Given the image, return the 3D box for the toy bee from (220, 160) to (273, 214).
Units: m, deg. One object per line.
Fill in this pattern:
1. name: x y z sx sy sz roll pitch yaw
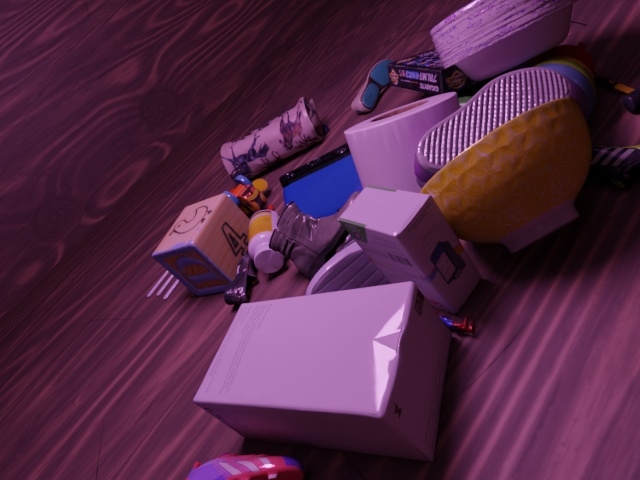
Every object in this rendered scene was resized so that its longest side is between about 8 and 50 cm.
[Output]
1. toy bee: -0.238 -0.120 1.454 0.195 0.162 0.298 -50 7 -1

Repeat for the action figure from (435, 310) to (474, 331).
1. action figure: 0.195 0.132 0.755 0.115 0.038 0.030 -4 68 42

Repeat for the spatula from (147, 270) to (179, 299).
1. spatula: -0.482 0.095 1.531 0.168 0.019 0.242 0 48 45

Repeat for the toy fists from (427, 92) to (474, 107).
1. toy fists: 0.322 -0.309 1.125 0.142 0.096 0.279 -44 33 -7

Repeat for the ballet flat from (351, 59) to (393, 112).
1. ballet flat: 0.181 -0.534 1.584 0.086 0.086 0.248 2 51 48

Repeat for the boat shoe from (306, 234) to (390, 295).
1. boat shoe: 0.099 0.030 0.931 0.335 0.121 0.119 -37 22 -17

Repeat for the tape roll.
1. tape roll: 0.191 -0.195 0.972 0.246 0.169 0.246 -18 17 6

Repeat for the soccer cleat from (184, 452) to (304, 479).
1. soccer cleat: -0.133 0.382 0.744 0.248 0.083 0.095 -29 28 22

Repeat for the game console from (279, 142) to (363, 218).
1. game console: 0.046 -0.165 1.299 0.293 0.173 0.250 -21 5 27

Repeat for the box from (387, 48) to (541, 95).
1. box: 0.372 -0.473 1.214 0.295 0.073 0.293 -20 27 -10

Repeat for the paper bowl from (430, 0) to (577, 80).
1. paper bowl: 0.383 -0.434 0.930 0.284 0.148 0.284 -25 12 6

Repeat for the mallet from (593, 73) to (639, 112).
1. mallet: 0.583 -0.298 0.898 0.062 0.039 0.190 -31 28 7

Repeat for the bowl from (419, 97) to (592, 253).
1. bowl: 0.319 -0.073 0.737 0.289 0.289 0.156 -31 75 13

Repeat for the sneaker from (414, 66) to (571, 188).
1. sneaker: 0.284 -0.184 0.794 0.282 0.161 0.102 -28 72 0

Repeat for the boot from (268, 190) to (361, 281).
1. boot: -0.016 -0.037 0.999 0.247 0.161 0.083 -57 -16 24

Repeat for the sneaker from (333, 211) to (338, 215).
1. sneaker: -0.001 -0.002 1.121 0.170 0.051 0.089 -36 31 -3

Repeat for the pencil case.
1. pencil case: -0.180 -0.359 1.656 0.410 0.160 0.184 -24 25 23

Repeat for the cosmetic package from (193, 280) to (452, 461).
1. cosmetic package: -0.001 0.212 0.749 0.384 0.156 0.217 -10 42 38

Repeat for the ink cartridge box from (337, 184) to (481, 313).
1. ink cartridge box: 0.153 0.015 0.775 0.093 0.212 0.154 -49 32 -15

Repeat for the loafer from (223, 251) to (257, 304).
1. loafer: -0.192 0.099 1.193 0.061 0.062 0.170 3 51 19

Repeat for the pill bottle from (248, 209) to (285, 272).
1. pill bottle: -0.140 0.003 1.206 0.103 0.103 0.184 -32 32 12

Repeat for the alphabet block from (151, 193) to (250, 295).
1. alphabet block: -0.310 0.016 1.284 0.192 0.193 0.197 -12 40 35

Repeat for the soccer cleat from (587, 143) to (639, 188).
1. soccer cleat: 0.482 -0.121 0.757 0.178 0.060 0.072 0 61 46

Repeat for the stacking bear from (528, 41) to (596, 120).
1. stacking bear: 0.464 -0.298 0.910 0.164 0.175 0.289 21 51 26
